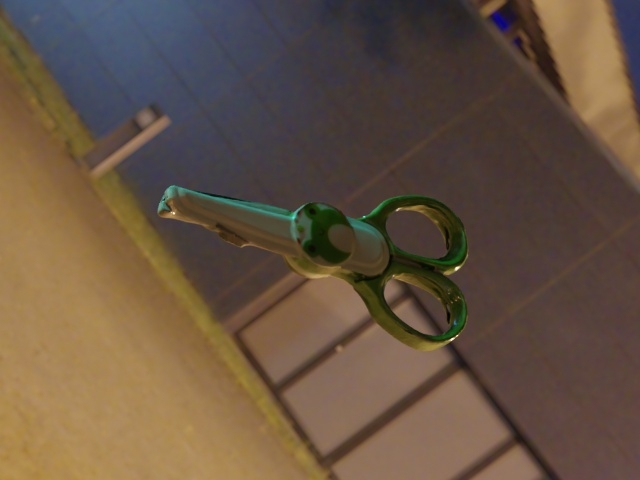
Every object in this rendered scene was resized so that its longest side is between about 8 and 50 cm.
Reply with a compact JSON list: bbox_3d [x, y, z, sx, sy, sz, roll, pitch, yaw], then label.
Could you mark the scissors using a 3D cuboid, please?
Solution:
[{"bbox_3d":[0.000,0.000,0.857,0.204,0.027,0.101,17,57,-23],"label":"scissors"}]
